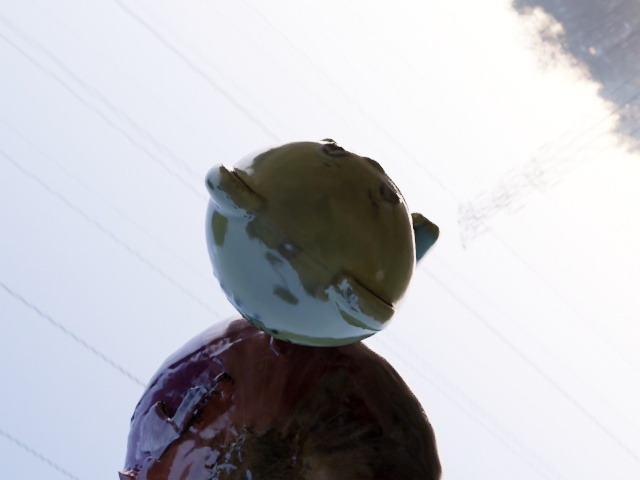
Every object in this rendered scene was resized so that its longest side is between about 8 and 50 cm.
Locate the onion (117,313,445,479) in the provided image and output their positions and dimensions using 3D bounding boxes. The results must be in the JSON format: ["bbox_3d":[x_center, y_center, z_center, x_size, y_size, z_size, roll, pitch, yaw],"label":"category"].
[{"bbox_3d":[-0.035,0.252,0.915,0.347,0.348,0.285,61,180,18],"label":"onion"}]

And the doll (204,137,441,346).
[{"bbox_3d":[0.000,0.000,0.720,0.177,0.161,0.261,42,-175,5],"label":"doll"}]
